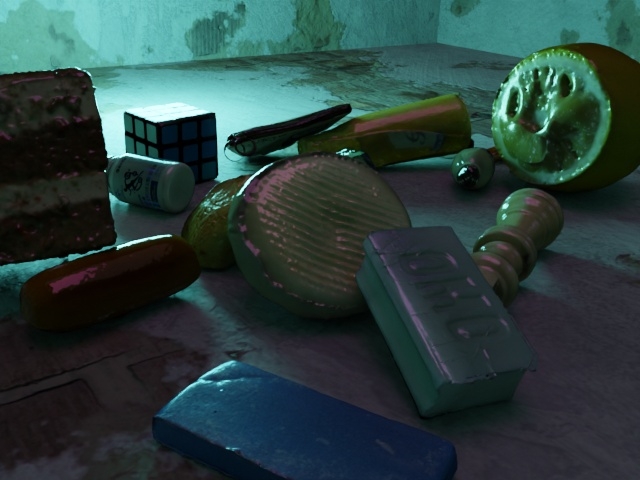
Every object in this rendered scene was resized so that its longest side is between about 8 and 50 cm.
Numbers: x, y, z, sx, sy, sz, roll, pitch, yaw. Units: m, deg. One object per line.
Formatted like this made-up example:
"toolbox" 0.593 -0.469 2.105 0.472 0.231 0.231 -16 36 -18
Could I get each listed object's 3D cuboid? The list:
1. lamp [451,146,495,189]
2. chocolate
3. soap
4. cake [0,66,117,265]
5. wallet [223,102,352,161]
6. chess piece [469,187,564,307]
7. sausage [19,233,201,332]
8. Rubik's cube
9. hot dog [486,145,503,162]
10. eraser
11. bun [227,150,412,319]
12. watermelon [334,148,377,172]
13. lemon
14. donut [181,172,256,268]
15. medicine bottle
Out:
"lamp" 0.359 -0.172 1.594 0.101 0.101 0.250 10 21 18
"chocolate" 0.163 -0.248 1.721 0.444 0.162 0.162 -14 27 -13
"soap" 0.153 0.095 0.879 0.150 0.094 0.262 -8 45 -18
"cake" -0.462 -0.104 1.063 0.255 0.291 0.282 -11 5 -19
"wallet" -0.090 -0.266 1.701 0.335 0.068 0.275 -19 7 -10
"chess piece" 0.305 0.027 1.126 0.117 0.117 0.397 13 28 25
"sausage" -0.305 0.061 1.013 0.105 0.105 0.274 23 31 40
"Rubik's cube" -0.344 -0.221 1.580 0.160 0.162 0.163 -19 30 -40
"hot dog" 0.480 -0.228 1.811 0.133 0.041 0.056 -22 31 -28
"eraser" -0.022 0.218 0.739 0.311 0.043 0.144 15 27 28
"bun" 0.000 0.000 1.062 0.287 0.146 0.288 5 66 -12
"watermelon" 0.005 -0.114 1.336 0.226 0.148 0.318 -4 17 -33
"lemon" 0.605 -0.278 1.566 0.363 0.365 0.364 1 23 -1
"donut" -0.097 -0.025 1.175 0.294 0.151 0.112 -1 33 -7
"medicine bottle" -0.366 -0.124 1.422 0.191 0.107 0.107 13 26 24
